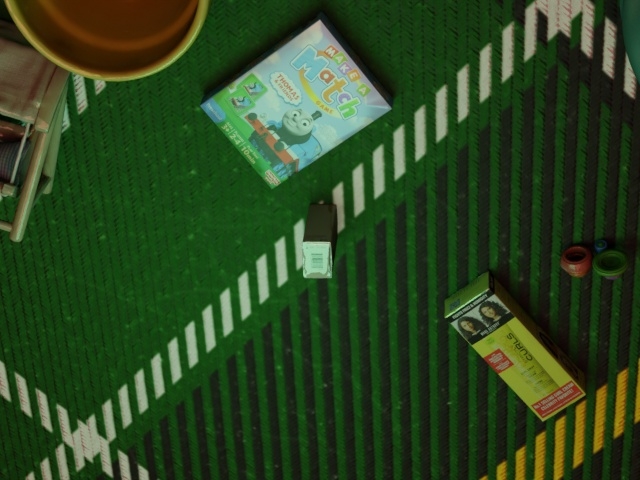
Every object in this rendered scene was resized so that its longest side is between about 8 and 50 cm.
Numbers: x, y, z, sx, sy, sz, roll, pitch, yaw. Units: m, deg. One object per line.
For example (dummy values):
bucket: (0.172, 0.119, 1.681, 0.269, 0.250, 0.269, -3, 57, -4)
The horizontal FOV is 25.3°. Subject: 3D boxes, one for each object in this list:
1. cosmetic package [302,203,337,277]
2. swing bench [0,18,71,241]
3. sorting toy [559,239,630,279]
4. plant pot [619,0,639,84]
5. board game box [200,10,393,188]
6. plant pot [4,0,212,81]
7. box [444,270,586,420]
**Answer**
cosmetic package: (0.000, 0.000, 1.994, 0.041, 0.115, 0.060, 1, 120, 5)
swing bench: (-0.479, -0.173, 1.924, 0.253, 0.165, 0.254, 17, 119, -3)
sorting toy: (0.388, 0.035, 2.002, 0.102, 0.061, 0.042, 12, 139, 31)
plant pot: (0.500, -0.234, 1.714, 0.293, 0.196, 0.293, 10, 138, 9)
board game box: (-0.032, -0.188, 1.937, 0.211, 0.039, 0.160, -33, 110, 21)
plant pot: (-0.240, -0.356, 1.751, 0.254, 0.239, 0.254, 3, 119, 6)
box: (0.285, 0.155, 2.081, 0.087, 0.058, 0.232, -35, 110, 22)
